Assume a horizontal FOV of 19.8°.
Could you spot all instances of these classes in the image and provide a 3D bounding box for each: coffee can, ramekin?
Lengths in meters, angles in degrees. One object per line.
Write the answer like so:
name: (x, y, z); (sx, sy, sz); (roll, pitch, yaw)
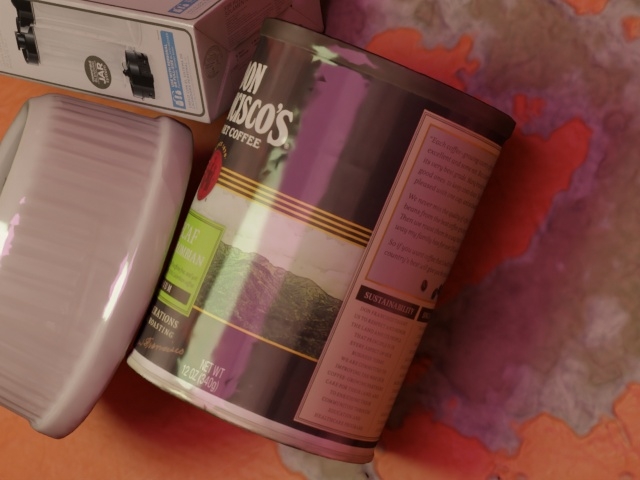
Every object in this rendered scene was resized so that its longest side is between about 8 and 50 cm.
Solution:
coffee can: (0.000, 0.000, 1.354); (0.201, 0.201, 0.275); (24, 92, 31)
ramekin: (-0.212, 0.010, 1.433); (0.273, 0.127, 0.273); (-58, 17, 31)

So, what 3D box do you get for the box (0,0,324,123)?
box: (-0.164, -0.196, 1.502); (0.290, 0.169, 0.087); (15, 131, 32)
